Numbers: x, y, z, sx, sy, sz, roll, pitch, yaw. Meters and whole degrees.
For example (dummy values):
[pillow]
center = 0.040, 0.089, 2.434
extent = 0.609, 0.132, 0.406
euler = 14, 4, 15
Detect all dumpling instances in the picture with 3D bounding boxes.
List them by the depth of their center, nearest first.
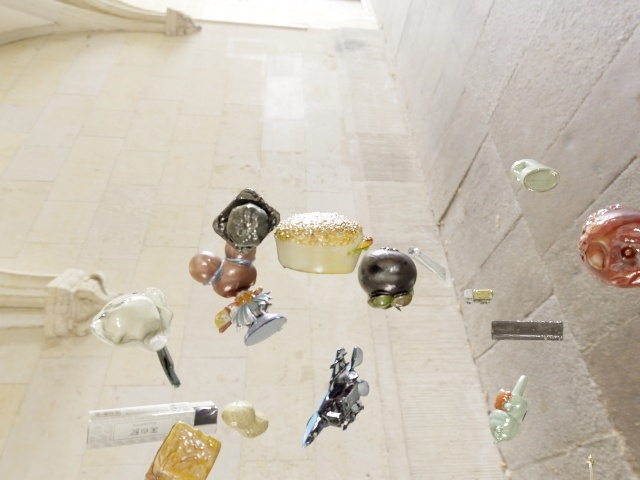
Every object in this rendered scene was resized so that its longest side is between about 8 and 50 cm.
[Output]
[dumpling]
center = -0.661, 0.307, 1.473
extent = 0.243, 0.187, 0.318
euler = 52, -154, -8

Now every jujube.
[jujube]
center = 0.617, 0.003, 0.853
extent = 0.230, 0.155, 0.155
euler = -32, -48, -53

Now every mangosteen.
[mangosteen]
center = 0.248, 0.142, 1.531
extent = 0.243, 0.243, 0.243
euler = -179, 90, -84

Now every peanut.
[peanut]
center = -0.209, 0.509, 1.178
extent = 0.082, 0.082, 0.187
euler = -95, -21, -47

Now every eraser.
[eraser]
center = -0.557, 0.614, 1.397
extent = 0.098, 0.404, 0.096
euler = -2, 81, 59

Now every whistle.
[whistle]
center = 0.619, 0.553, 1.357
extent = 0.253, 0.106, 0.101
euler = -50, -11, -23

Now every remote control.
[remote control]
center = -0.675, 0.549, 1.835
extent = 0.222, 0.042, 0.072
euler = 57, 173, 20

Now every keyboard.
[keyboard]
center = 0.707, 0.308, 1.425
extent = 0.023, 0.231, 0.072
euler = -35, -57, -77

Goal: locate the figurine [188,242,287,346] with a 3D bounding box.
[figurine]
center = -0.317, 0.197, 1.625
extent = 0.388, 0.277, 0.248
euler = 55, 159, 23

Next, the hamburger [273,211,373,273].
[hamburger]
center = 0.000, 0.000, 1.287
extent = 0.276, 0.294, 0.179
euler = 23, 108, 62

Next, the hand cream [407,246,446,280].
[hand cream]
center = 0.420, 0.088, 1.624
extent = 0.042, 0.194, 0.067
euler = -41, 21, 41

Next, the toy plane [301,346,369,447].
[toy plane]
center = 0.033, 0.310, 0.794
extent = 0.246, 0.078, 0.169
euler = -36, -62, -66

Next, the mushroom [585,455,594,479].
[mushroom]
center = 0.799, 0.780, 1.220
extent = 0.026, 0.028, 0.286
euler = -33, 22, 47

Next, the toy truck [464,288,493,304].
[toy truck]
center = 0.699, 0.245, 1.837
extent = 0.063, 0.123, 0.052
euler = 64, -149, -41

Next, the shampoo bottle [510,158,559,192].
[shampoo bottle]
center = 0.766, -0.243, 1.511
extent = 0.234, 0.118, 0.087
euler = -68, -26, -68

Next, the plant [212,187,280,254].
[plant]
center = -0.211, -0.055, 1.189
extent = 0.164, 0.142, 0.256
euler = -46, 14, -2

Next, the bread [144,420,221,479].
[bread]
center = -0.356, 0.575, 1.077
extent = 0.158, 0.143, 0.149
euler = -58, -2, -39
